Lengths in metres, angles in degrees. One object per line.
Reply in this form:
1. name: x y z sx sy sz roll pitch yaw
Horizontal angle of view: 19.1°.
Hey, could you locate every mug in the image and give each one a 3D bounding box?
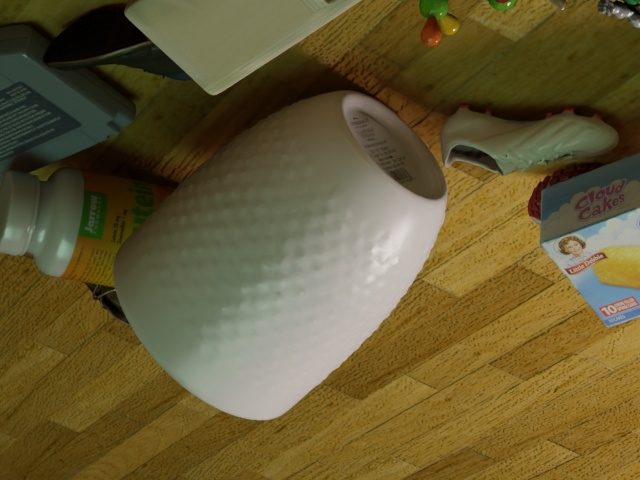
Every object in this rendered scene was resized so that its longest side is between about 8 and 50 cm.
1. mug: 0.000 0.000 2.185 0.328 0.276 0.374 -44 156 25

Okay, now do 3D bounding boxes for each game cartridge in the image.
1. game cartridge: -0.383 -0.161 2.272 0.294 0.060 0.196 -18 141 42

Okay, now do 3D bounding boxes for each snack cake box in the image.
1. snack cake box: 0.384 -0.022 2.027 0.264 0.089 0.152 -22 129 30

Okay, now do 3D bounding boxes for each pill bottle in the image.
1. pill bottle: -0.274 -0.014 2.342 0.246 0.136 0.136 11 152 -21

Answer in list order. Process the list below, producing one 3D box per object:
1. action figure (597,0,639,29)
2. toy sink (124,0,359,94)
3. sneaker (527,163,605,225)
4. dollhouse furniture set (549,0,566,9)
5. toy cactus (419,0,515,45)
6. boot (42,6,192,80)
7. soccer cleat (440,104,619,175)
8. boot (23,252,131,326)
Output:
1. action figure: 0.305 -0.252 1.835 0.137 0.063 0.232 -19 140 39
2. toy sink: -0.046 -0.267 1.731 0.234 0.153 0.131 -28 119 37
3. sneaker: 0.347 -0.026 2.162 0.225 0.088 0.093 5 150 15
4. dollhouse furniture set: 0.189 -0.362 1.486 0.259 0.135 0.262 33 113 -26
5. toy cactus: 0.104 -0.289 1.828 0.219 0.112 0.180 30 137 -7
6. boot: -0.199 -0.204 2.096 0.219 0.082 0.106 -12 139 34
7. soccer cleat: 0.229 -0.103 2.093 0.196 0.076 0.068 4 148 15
8. boot: -0.279 0.040 2.504 0.305 0.115 0.112 14 152 2
